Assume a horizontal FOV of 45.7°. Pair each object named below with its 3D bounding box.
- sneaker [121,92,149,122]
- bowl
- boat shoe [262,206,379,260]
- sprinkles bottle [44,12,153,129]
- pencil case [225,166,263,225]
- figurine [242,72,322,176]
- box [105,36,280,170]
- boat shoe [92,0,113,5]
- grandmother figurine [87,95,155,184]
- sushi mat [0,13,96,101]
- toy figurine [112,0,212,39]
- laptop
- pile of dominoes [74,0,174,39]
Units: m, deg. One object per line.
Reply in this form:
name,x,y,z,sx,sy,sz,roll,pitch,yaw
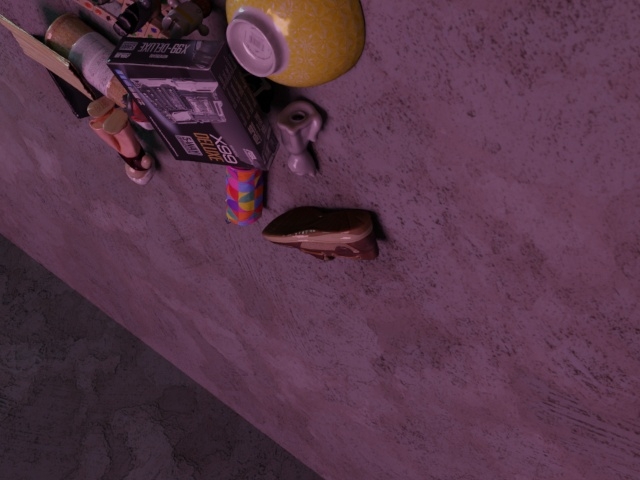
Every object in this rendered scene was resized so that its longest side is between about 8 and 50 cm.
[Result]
sneaker,-0.341,-0.306,1.761,0.135,0.276,0.098,14,96,22
bowl,-0.079,-0.388,1.387,0.289,0.156,0.290,31,147,23
boat shoe,0.000,0.000,1.812,0.341,0.123,0.123,0,127,43
sprinkles bottle,-0.528,-0.427,1.914,0.355,0.121,0.121,38,149,10
pencil case,-0.194,-0.135,1.898,0.104,0.104,0.236,35,147,16
figurine,-0.093,-0.238,1.673,0.214,0.092,0.209,33,156,18
box,-0.246,-0.271,1.531,0.242,0.077,0.307,10,152,25
boat shoe,-0.590,-0.661,1.729,0.109,0.091,0.305,-8,122,54
grandmother figurine,-0.535,-0.260,2.086,0.208,0.104,0.342,53,169,23
sushi mat,-0.707,-0.472,1.966,0.316,0.019,0.151,34,166,26
toy figurine,-0.309,-0.419,1.616,0.213,0.148,0.210,6,129,27
laptop,-0.695,-0.482,2.156,0.264,0.136,0.234,45,163,57
pile of dominoes,-0.441,-0.521,1.702,0.251,0.040,0.196,31,151,-13
